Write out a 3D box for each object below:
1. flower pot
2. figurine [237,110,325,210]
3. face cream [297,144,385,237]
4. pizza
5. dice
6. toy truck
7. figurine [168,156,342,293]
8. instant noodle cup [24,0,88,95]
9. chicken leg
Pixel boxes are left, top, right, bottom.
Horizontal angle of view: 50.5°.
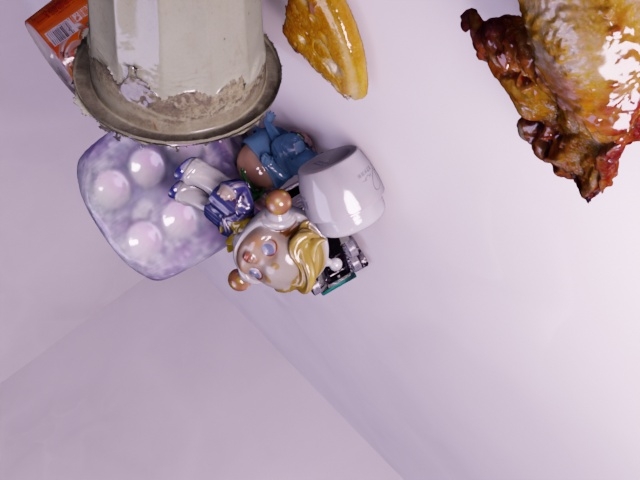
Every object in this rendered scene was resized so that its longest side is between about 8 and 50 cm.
[{"bbox_3d":[-0.181,-0.290,0.821,0.290,0.290,0.259,46,153,21],"label":"flower pot"},{"bbox_3d":[-0.077,-0.125,1.095,0.114,0.144,0.178,46,158,-28],"label":"figurine"},{"bbox_3d":[0.029,-0.069,0.952,0.117,0.117,0.104,22,139,61],"label":"face cream"},{"bbox_3d":[0.003,-0.241,0.783,0.178,0.041,0.131,58,161,-22],"label":"pizza"},{"bbox_3d":[-0.254,-0.104,1.250,0.270,0.270,0.271,59,-171,-9],"label":"dice"},{"bbox_3d":[0.000,0.000,1.207,0.124,0.114,0.253,52,169,43],"label":"toy truck"},{"bbox_3d":[-0.109,-0.015,1.046,0.275,0.133,0.193,19,121,23],"label":"figurine"},{"bbox_3d":[-0.500,-0.440,1.474,0.250,0.192,0.250,46,163,19],"label":"instant noodle cup"},{"bbox_3d":[0.151,-0.138,0.446,0.177,0.083,0.322,48,180,27],"label":"chicken leg"}]
